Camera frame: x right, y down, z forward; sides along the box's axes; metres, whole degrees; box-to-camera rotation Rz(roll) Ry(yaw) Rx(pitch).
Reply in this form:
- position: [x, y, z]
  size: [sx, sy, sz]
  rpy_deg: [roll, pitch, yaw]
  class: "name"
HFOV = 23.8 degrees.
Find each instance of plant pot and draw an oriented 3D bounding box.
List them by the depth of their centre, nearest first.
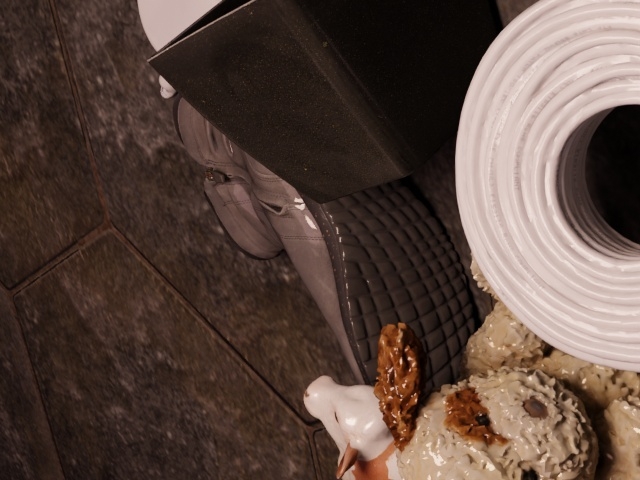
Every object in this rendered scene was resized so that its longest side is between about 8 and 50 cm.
- position: [0.024, -0.137, 1.111]
  size: [0.167, 0.187, 0.188]
  rpy_deg: [54, 147, -12]
  class: "plant pot"

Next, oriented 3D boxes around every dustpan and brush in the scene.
- position: [-0.123, -0.189, 1.370]
  size: [0.147, 0.060, 0.211]
  rpy_deg: [53, 138, 14]
  class: "dustpan and brush"

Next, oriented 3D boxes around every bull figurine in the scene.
- position: [0.100, 0.215, 1.220]
  size: [0.310, 0.101, 0.188]
  rpy_deg: [28, 151, -13]
  class: "bull figurine"

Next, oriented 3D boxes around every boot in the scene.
- position: [0.000, 0.000, 1.312]
  size: [0.223, 0.118, 0.338]
  rpy_deg: [-13, 97, 62]
  class: "boot"

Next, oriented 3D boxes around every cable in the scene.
- position: [0.207, -0.044, 0.951]
  size: [0.257, 0.089, 0.257]
  rpy_deg: [27, 114, 28]
  class: "cable"

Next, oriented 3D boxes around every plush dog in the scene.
- position: [0.150, 0.135, 1.085]
  size: [0.262, 0.225, 0.210]
  rpy_deg: [47, 143, 20]
  class: "plush dog"
